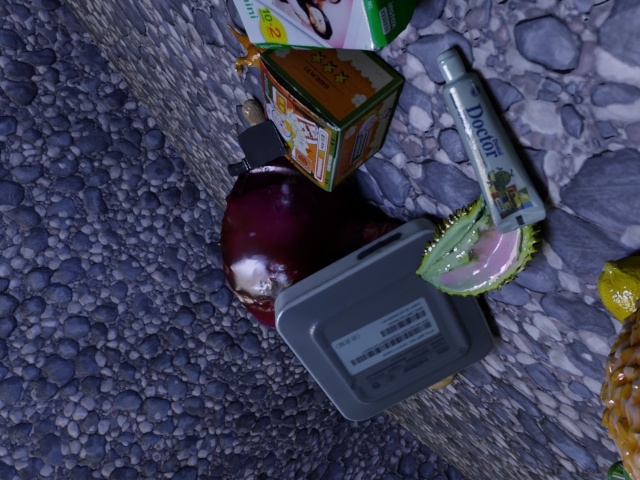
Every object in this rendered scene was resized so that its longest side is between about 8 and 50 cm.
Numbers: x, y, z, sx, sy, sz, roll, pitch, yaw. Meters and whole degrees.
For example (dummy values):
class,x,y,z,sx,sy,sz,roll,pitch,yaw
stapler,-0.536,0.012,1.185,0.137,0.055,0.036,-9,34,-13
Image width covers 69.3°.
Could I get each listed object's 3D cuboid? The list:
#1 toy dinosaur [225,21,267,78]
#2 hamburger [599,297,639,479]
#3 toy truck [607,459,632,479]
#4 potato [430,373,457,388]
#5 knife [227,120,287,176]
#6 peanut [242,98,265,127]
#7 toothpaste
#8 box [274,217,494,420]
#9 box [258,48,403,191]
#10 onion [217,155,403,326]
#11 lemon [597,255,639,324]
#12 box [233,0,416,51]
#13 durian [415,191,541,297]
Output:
class,x,y,z,sx,sy,sz,roll,pitch,yaw
toy dinosaur,-0.117,-0.367,0.913,0.212,0.057,0.142,50,152,-10
hamburger,0.344,0.077,0.259,0.250,0.330,0.330,46,164,17
toy truck,0.504,0.317,0.618,0.210,0.187,0.148,37,166,34
potato,0.326,0.361,1.322,0.178,0.109,0.118,94,154,-61
knife,-0.133,-0.171,0.880,0.245,0.019,0.072,-8,110,58
peanut,-0.164,-0.308,1.173,0.054,0.054,0.113,36,160,37
toothpaste,0.215,-0.125,0.596,0.255,0.067,0.037,60,-161,-15
box,0.140,0.181,0.947,0.373,0.367,0.090,57,-173,-27
box,0.007,-0.216,0.762,0.177,0.148,0.195,46,163,12
onion,0.000,0.000,1.064,0.420,0.398,0.398,-2,148,8
lemon,0.381,0.063,0.553,0.110,0.082,0.082,51,164,-7
box,-0.014,-0.332,0.566,0.250,0.103,0.180,19,148,37
durian,0.250,-0.001,0.717,0.137,0.095,0.220,28,139,0
